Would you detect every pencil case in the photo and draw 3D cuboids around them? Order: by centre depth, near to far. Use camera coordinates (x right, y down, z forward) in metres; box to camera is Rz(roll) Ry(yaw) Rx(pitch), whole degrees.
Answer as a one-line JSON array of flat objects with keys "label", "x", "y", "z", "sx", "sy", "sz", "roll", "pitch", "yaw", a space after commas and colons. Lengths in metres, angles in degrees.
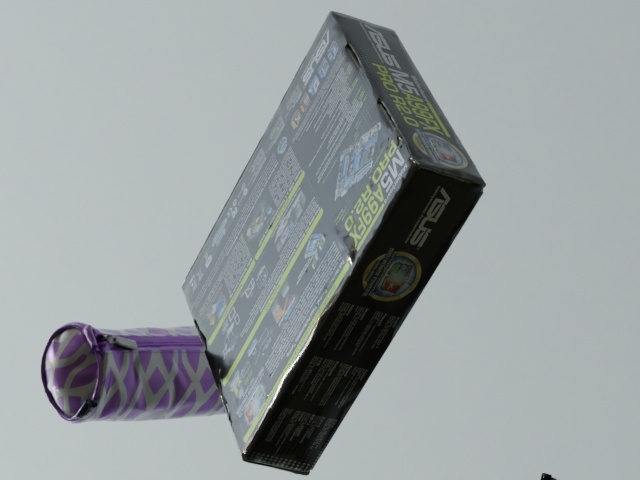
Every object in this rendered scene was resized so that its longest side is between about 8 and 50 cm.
[{"label": "pencil case", "x": -0.132, "y": 0.102, "z": 1.638, "sx": 0.086, "sy": 0.206, "sz": 0.088, "roll": 49, "pitch": -58, "yaw": 33}]

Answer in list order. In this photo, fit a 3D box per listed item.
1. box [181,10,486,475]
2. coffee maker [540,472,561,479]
[{"label": "box", "x": 0.000, "y": 0.000, "z": 1.457, "sx": 0.270, "sy": 0.060, "sz": 0.216, "roll": -61, "pitch": -149, "yaw": 25}, {"label": "coffee maker", "x": 0.206, "y": 0.278, "z": 1.408, "sx": 0.171, "sy": 0.120, "sz": 0.178, "roll": 14, "pitch": -97, "yaw": 68}]
